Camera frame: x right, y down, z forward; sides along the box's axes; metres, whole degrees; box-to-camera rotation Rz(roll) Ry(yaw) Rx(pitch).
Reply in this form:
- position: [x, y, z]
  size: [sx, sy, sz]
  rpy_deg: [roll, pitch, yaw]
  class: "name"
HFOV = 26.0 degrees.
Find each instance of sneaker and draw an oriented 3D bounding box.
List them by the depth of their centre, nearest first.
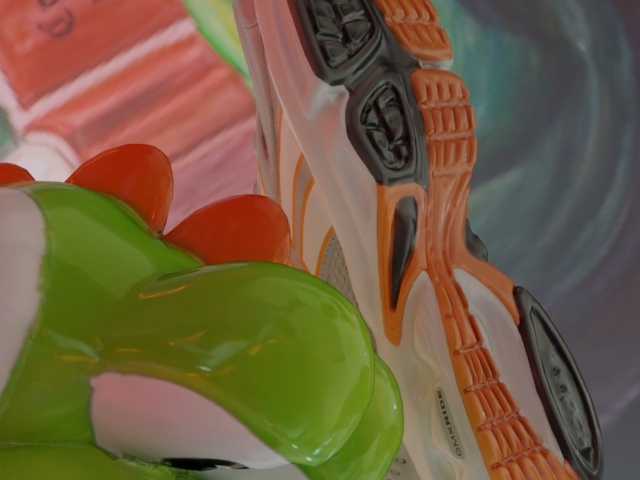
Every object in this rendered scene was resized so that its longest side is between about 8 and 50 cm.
- position: [0.000, 0.000, 0.520]
  size: [0.099, 0.121, 0.262]
  rpy_deg: [-2, -111, -52]
  class: "sneaker"

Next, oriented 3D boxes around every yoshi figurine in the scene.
- position: [-0.161, 0.077, 0.391]
  size: [0.203, 0.362, 0.203]
  rpy_deg: [-21, -71, -68]
  class: "yoshi figurine"
